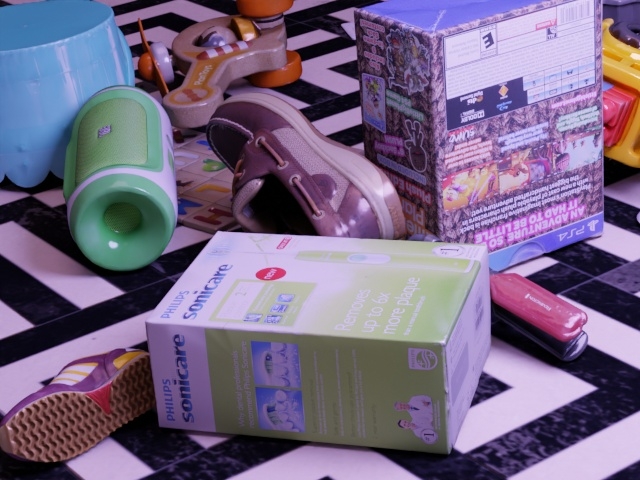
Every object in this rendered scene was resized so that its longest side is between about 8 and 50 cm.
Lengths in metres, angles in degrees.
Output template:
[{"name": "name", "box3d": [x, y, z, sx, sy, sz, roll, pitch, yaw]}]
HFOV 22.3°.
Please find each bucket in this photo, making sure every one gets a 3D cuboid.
[{"name": "bucket", "box3d": [-0.377, -0.202, 2.155, 0.281, 0.183, 0.281, -5, 23, 2]}]

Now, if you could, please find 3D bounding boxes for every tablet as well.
[{"name": "tablet", "box3d": [0.068, -0.337, 2.595, 0.054, 0.006, 0.083, -9, 25, -10]}]

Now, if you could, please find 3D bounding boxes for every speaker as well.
[{"name": "speaker", "box3d": [-0.236, -0.081, 1.932, 0.131, 0.131, 0.296, -6, 28, -4]}]

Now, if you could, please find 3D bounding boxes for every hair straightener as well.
[{"name": "hair straightener", "box3d": [0.168, 0.060, 1.636, 0.230, 0.089, 0.047, 26, 64, 28]}]

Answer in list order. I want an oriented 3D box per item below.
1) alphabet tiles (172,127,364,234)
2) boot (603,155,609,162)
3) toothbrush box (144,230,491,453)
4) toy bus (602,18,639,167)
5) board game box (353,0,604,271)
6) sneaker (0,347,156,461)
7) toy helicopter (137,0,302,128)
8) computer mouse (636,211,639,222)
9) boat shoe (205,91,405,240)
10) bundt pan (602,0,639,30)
[{"name": "alphabet tiles", "box3d": [-0.119, -0.087, 2.077, 0.342, 0.011, 0.285, 16, 31, 37]}, {"name": "boot", "box3d": [0.290, -0.110, 2.019, 0.099, 0.045, 0.121, -23, 35, -35]}, {"name": "toothbrush box", "box3d": [0.005, 0.090, 1.543, 0.283, 0.122, 0.206, 2, 25, 18]}, {"name": "toy bus", "box3d": [0.374, -0.150, 1.897, 0.220, 0.149, 0.211, 27, 26, 19]}, {"name": "board game box", "box3d": [0.178, -0.126, 1.777, 0.232, 0.291, 0.141, -18, 27, -29]}, {"name": "sneaker", "box3d": [-0.232, 0.154, 1.522, 0.185, 0.069, 0.084, -21, 17, -39]}, {"name": "toy helicopter", "box3d": [-0.167, -0.245, 2.288, 0.235, 0.140, 0.355, -2, 27, 11]}, {"name": "computer mouse", "box3d": [0.451, -0.031, 1.822, 0.193, 0.042, 0.106, 6, 28, 22]}, {"name": "boat shoe", "box3d": [-0.050, -0.063, 1.797, 0.123, 0.123, 0.342, -31, 40, -21]}, {"name": "bundt pan", "box3d": [0.424, -0.347, 2.415, 0.331, 0.124, 0.331, -4, 24, 2]}]
